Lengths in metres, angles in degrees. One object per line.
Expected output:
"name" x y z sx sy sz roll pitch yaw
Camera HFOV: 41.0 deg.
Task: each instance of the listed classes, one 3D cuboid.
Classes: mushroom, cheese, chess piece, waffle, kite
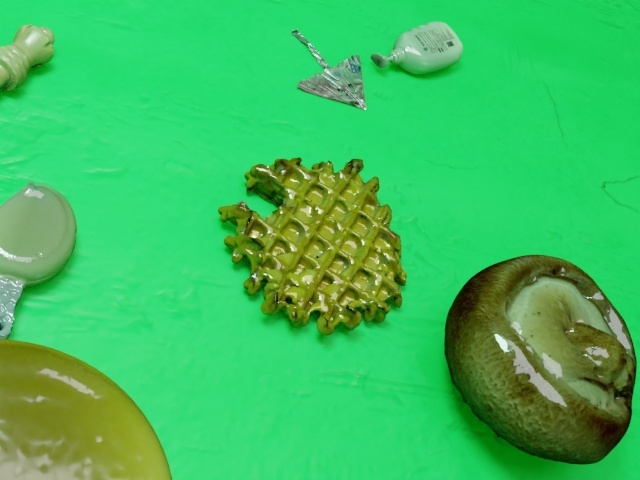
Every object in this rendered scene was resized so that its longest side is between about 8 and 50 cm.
"mushroom" 0.251 0.133 0.967 0.253 0.153 0.253 20 44 -20
"cheese" -0.302 0.016 0.835 0.092 0.047 0.171 31 51 -4
"chess piece" -0.352 -0.187 0.945 0.060 0.060 0.172 33 48 -3
"waffle" 0.000 0.000 0.999 0.229 0.051 0.231 -7 63 -33
"kite" 0.012 -0.237 1.191 0.139 0.011 0.156 -31 77 -40

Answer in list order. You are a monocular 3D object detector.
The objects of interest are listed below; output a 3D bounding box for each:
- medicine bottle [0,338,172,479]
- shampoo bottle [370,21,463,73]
"medicine bottle" -0.243 0.222 0.607 0.238 0.232 0.237 12 54 -18
"shampoo bottle" 0.140 -0.276 1.257 0.152 0.045 0.077 -25 74 -39
